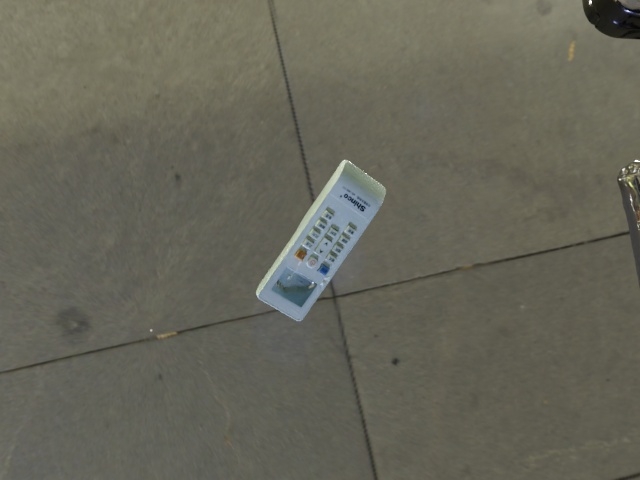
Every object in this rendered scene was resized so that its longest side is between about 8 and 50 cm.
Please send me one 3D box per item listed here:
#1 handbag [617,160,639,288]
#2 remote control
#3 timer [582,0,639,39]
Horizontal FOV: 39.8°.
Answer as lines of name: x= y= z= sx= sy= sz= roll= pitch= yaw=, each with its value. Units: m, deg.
handbag: x=0.422 y=0.038 z=1.069 sx=0.088 sy=0.244 sz=0.275 roll=-7 pitch=90 yaw=27
remote control: x=0.000 y=0.000 z=0.886 sx=0.061 sy=0.029 sz=0.162 roll=34 pitch=93 yaw=-27
timer: x=0.232 y=-0.177 z=0.490 sx=0.187 sy=0.055 sz=0.144 roll=1 pitch=77 yaw=-9
